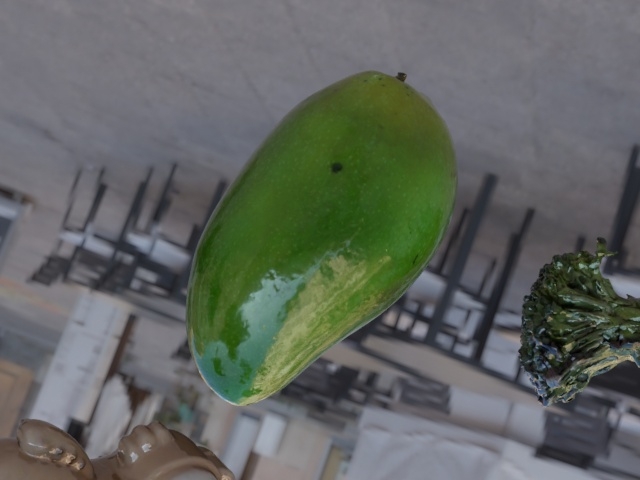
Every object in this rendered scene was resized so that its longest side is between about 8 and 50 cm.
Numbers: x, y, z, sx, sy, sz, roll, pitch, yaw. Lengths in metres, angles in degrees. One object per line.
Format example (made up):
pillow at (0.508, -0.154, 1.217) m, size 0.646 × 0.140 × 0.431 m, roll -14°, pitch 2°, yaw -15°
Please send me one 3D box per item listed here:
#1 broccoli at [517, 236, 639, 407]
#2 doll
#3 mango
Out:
broccoli at (0.356, 0.094, 1.387) m, size 0.304 × 0.146 × 0.165 m, roll -6°, pitch 138°, yaw 23°
doll at (-0.198, 0.212, 1.048) m, size 0.278 × 0.154 × 0.119 m, roll 9°, pitch -161°, yaw -40°
mango at (0.000, 0.000, 1.369) m, size 0.201 × 0.382 × 0.225 m, roll 23°, pitch 164°, yaw 38°
